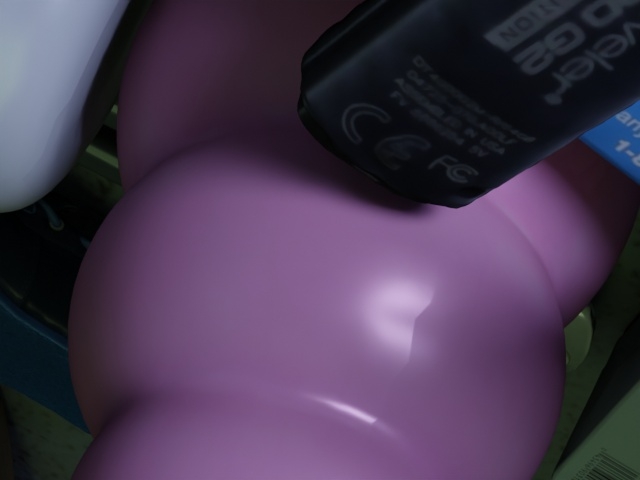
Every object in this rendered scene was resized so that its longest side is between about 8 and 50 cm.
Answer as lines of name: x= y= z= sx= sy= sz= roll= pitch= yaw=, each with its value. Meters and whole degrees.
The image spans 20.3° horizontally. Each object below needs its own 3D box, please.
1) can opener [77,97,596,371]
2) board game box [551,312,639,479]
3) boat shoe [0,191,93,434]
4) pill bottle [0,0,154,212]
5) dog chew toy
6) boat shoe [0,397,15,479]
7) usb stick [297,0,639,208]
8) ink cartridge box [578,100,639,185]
can opener: x=0.000 y=0.000 z=0.823 sx=0.280 sy=0.093 sz=0.074 roll=31 pitch=141 yaw=0
board game box: x=0.278 y=0.103 z=0.739 sx=0.303 sy=0.097 sz=0.224 roll=32 pitch=150 yaw=3
boat shoe: x=-0.161 y=0.014 z=0.916 sx=0.258 sy=0.089 sz=0.109 roll=41 pitch=139 yaw=-24
pill bottle: x=-0.216 y=-0.154 z=0.687 sx=0.323 sy=0.181 sz=0.181 roll=27 pitch=140 yaw=-2
dog chew toy: x=0.003 y=0.024 z=0.644 sx=0.206 sy=0.332 sz=0.207 roll=11 pitch=143 yaw=9
boat shoe: x=-0.238 y=0.155 z=1.095 sx=0.092 sy=0.103 sz=0.285 roll=6 pitch=143 yaw=13
usb stick: x=0.094 y=-0.083 z=0.457 sx=0.077 sy=0.045 sz=0.278 roll=32 pitch=142 yaw=-21
ink cartridge box: x=0.178 y=-0.190 z=0.462 sx=0.285 sy=0.166 sz=0.395 roll=36 pitch=140 yaw=-14
